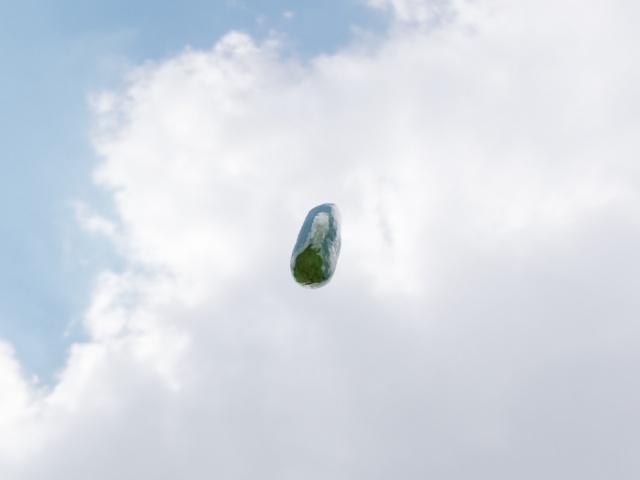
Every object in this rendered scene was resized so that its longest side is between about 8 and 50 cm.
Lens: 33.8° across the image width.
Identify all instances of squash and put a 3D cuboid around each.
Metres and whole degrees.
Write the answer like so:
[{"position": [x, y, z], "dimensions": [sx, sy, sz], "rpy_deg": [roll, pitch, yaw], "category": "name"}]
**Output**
[{"position": [-0.001, -0.001, 0.560], "dimensions": [0.027, 0.089, 0.027], "rpy_deg": [2, -65, 4], "category": "squash"}]
